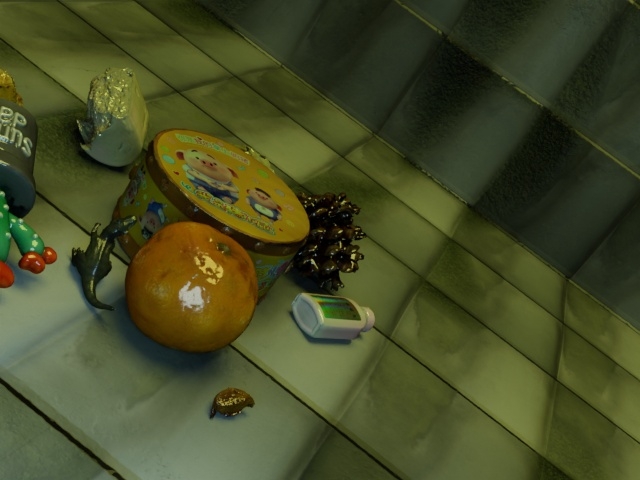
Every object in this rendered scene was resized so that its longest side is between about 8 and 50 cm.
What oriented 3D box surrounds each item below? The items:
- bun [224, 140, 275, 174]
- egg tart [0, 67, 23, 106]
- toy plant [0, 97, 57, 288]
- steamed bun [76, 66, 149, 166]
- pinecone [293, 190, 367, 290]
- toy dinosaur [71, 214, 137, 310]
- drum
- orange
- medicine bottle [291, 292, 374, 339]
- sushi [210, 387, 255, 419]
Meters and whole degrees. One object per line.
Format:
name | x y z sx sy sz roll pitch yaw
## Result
bun | -0.224 -0.190 2.364 0.239 0.141 0.239 27 22 -12
egg tart | -0.788 -0.367 2.028 0.191 0.074 0.191 30 21 -13
toy plant | -0.622 -0.081 1.560 0.279 0.186 0.400 61 18 -49
steamed bun | -0.523 -0.298 2.129 0.171 0.199 0.225 -9 34 -1
pinecone | 0.008 -0.009 2.220 0.257 0.243 0.243 46 22 -9
toy dinosaur | -0.421 0.029 1.662 0.087 0.187 0.179 22 0 -24
drum | -0.246 -0.050 1.977 0.431 0.214 0.431 30 23 -15
orange | -0.248 0.095 1.670 0.261 0.261 0.261 29 24 -14
medicine bottle | 0.040 0.186 2.081 0.219 0.078 0.115 10 32 -46
sushi | -0.168 0.306 1.612 0.099 0.047 0.050 -3 30 -32
